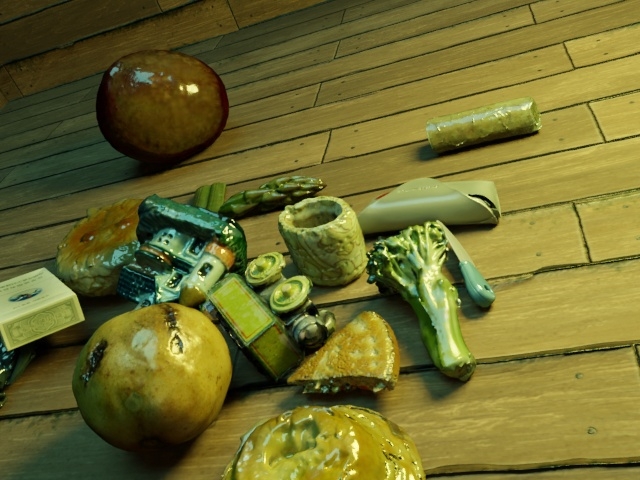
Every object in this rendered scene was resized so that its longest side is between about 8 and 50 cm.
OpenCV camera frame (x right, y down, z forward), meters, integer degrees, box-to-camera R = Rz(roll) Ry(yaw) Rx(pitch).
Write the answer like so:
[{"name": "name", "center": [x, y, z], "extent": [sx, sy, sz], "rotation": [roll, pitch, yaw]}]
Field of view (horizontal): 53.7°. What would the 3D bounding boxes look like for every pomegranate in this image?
[{"name": "pomegranate", "center": [-0.279, 0.227, 1.065], "extent": [0.260, 0.260, 0.260], "rotation": [-16, 34, 11]}]

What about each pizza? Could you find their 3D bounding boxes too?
[{"name": "pizza", "center": [0.040, 0.211, 1.054], "extent": [0.198, 0.062, 0.188], "rotation": [-24, 27, 11]}]

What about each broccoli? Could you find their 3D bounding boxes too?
[{"name": "broccoli", "center": [0.181, 0.105, 1.073], "extent": [0.164, 0.146, 0.304], "rotation": [-14, 44, -4]}]

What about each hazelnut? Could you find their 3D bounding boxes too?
[{"name": "hazelnut", "center": [-0.498, -0.415, 2.008], "extent": [0.420, 0.353, 0.421], "rotation": [-30, -1, -1]}]

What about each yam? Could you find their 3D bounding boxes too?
[{"name": "yam", "center": [0.385, -0.273, 1.492], "extent": [0.259, 0.093, 0.093], "rotation": [-11, 35, 18]}]

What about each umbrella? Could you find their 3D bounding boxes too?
[{"name": "umbrella", "center": [-0.690, 0.255, 1.391], "extent": [0.143, 0.094, 0.349], "rotation": [2, 36, 19]}]

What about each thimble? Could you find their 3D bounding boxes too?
[{"name": "thimble", "center": [0.000, 0.000, 1.290], "extent": [0.190, 0.143, 0.137], "rotation": [10, 46, 40]}]

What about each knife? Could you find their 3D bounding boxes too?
[{"name": "knife", "center": [0.265, 0.038, 1.166], "extent": [0.032, 0.058, 0.244], "rotation": [-54, 25, 24]}]

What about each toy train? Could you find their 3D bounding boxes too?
[{"name": "toy train", "center": [-0.091, 0.135, 1.173], "extent": [0.177, 0.134, 0.261], "rotation": [-40, 35, -10]}]

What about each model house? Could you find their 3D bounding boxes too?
[{"name": "model house", "center": [-0.319, 0.080, 1.318], "extent": [0.253, 0.184, 0.291], "rotation": [22, 61, 12]}]

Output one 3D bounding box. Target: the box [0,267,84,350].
[{"name": "box", "center": [-0.651, 0.146, 1.409], "extent": [0.164, 0.069, 0.256], "rotation": [-23, 24, -32]}]

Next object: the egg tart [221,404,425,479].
[{"name": "egg tart", "center": [-0.022, 0.337, 0.852], "extent": [0.341, 0.129, 0.341], "rotation": [-17, 35, 12]}]

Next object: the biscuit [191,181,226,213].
[{"name": "biscuit", "center": [-0.305, -0.059, 1.652], "extent": [0.099, 0.038, 0.322], "rotation": [-14, 34, 8]}]

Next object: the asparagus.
[{"name": "asparagus", "center": [-0.120, -0.116, 1.588], "extent": [0.287, 0.080, 0.080], "rotation": [-11, 35, 17]}]

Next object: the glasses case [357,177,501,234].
[{"name": "glasses case", "center": [0.219, -0.080, 1.326], "extent": [0.308, 0.083, 0.128], "rotation": [-6, 38, 24]}]

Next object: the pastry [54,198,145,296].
[{"name": "pastry", "center": [-0.503, 0.022, 1.564], "extent": [0.329, 0.136, 0.330], "rotation": [-14, 35, 10]}]
